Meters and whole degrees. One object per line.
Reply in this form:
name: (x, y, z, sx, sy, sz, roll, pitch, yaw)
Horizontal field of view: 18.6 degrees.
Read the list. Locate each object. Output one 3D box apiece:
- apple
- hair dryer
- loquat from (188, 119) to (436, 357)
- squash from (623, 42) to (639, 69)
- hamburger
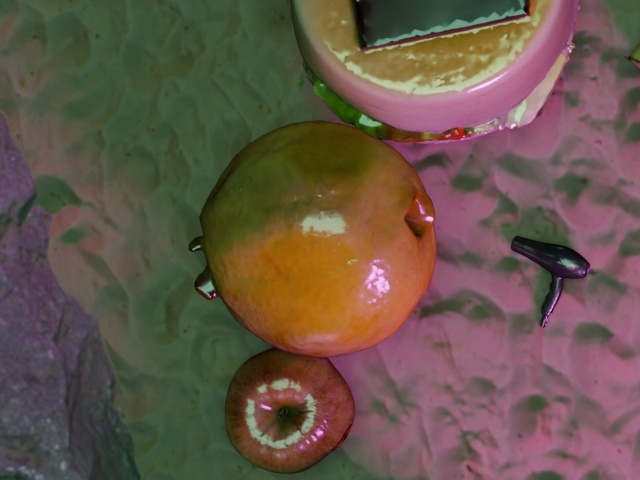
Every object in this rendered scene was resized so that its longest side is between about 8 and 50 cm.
apple: (-0.033, 0.163, 1.896, 0.126, 0.102, 0.126, 0, 90, 5)
hair dryer: (0.215, 0.042, 1.900, 0.079, 0.031, 0.083, 20, 99, 21)
loquat: (0.000, 0.000, 1.845, 0.238, 0.193, 0.238, 9, 124, 14)
squash: (0.391, -0.203, 1.834, 0.123, 0.123, 0.186, 42, 95, 9)
hamburger: (0.104, -0.236, 1.860, 0.302, 0.170, 0.302, -1, 83, 8)
